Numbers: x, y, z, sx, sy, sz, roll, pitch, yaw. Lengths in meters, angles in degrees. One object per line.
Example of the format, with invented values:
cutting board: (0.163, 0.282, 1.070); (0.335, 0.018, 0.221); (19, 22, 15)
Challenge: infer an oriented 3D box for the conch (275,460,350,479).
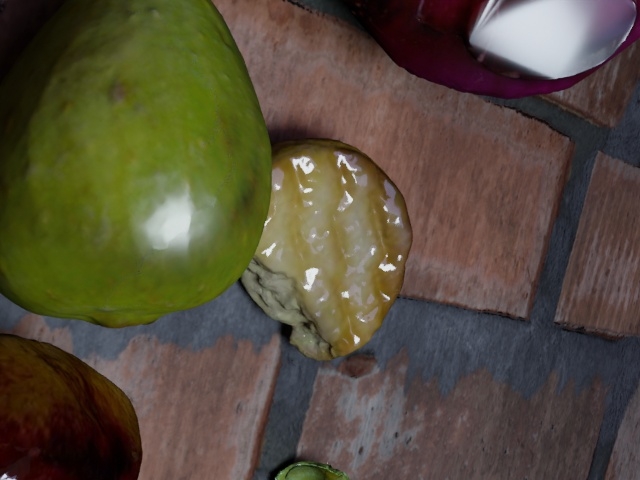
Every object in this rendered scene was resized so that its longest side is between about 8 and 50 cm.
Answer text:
conch: (-0.021, 0.318, 1.271); (0.121, 0.074, 0.089); (-30, 112, 8)

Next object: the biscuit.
biscuit: (-0.001, 0.000, 1.170); (0.213, 0.091, 0.274); (-39, 120, -15)

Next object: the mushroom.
mushroom: (-0.307, 0.200, 0.878); (0.345, 0.259, 0.345); (-38, 153, -23)

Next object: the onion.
onion: (0.194, -0.358, 1.168); (0.420, 0.398, 0.398); (-86, 180, -79)

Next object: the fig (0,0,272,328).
fig: (-0.165, -0.086, 0.889); (0.258, 0.258, 0.326); (20, 73, -47)
